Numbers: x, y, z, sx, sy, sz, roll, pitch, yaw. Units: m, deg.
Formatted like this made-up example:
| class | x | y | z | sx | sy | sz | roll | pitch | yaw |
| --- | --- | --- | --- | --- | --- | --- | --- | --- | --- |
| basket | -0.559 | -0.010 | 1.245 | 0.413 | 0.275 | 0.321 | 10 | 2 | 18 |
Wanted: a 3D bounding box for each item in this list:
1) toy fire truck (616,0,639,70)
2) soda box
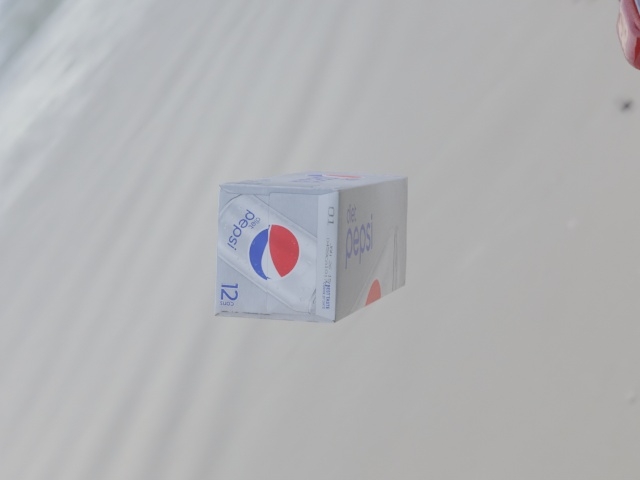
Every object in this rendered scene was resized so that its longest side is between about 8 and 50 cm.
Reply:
| class | x | y | z | sx | sy | sz | roll | pitch | yaw |
| --- | --- | --- | --- | --- | --- | --- | --- | --- | --- |
| toy fire truck | 0.384 | -0.226 | 1.485 | 0.169 | 0.302 | 0.254 | 97 | 171 | -46 |
| soda box | 0.000 | 0.000 | 1.350 | 0.286 | 0.091 | 0.098 | -15 | -72 | -77 |
